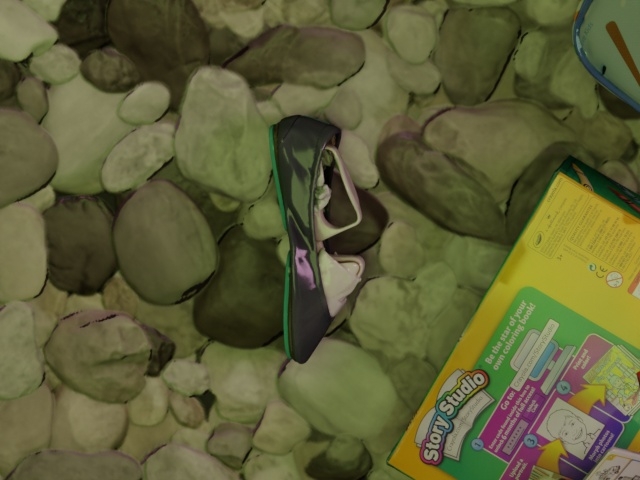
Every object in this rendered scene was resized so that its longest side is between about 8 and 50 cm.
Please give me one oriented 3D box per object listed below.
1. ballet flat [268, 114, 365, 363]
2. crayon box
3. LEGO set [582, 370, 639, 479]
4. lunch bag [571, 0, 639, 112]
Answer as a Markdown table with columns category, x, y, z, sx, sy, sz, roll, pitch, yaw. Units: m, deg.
| category | x | y | z | sx | sy | sz | roll | pitch | yaw |
| --- | --- | --- | --- | --- | --- | --- | --- | --- | --- |
| ballet flat | 0.000 | 0.000 | 1.360 | 0.074 | 0.074 | 0.203 | -2 | 98 | 14 |
| crayon box | 0.191 | 0.096 | 1.324 | 0.165 | 0.081 | 0.278 | 31 | 106 | 7 |
| LEGO set | 0.301 | 0.125 | 1.272 | 0.182 | 0.060 | 0.244 | 15 | 122 | -30 |
| lunch bag | 0.321 | -0.196 | 1.168 | 0.243 | 0.115 | 0.303 | 42 | 129 | 17 |
